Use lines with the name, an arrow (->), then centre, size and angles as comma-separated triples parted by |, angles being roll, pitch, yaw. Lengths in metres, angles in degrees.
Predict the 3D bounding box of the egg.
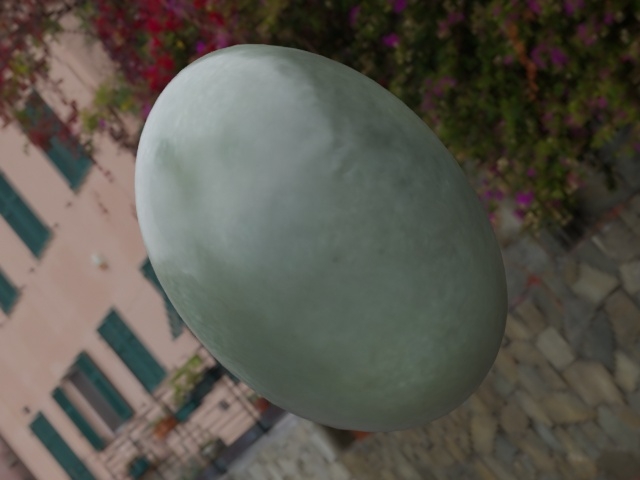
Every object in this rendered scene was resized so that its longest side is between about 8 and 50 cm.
egg -> 0.000, 0.000, 1.036 | 0.258, 0.352, 0.258 | -46, 3, 3
